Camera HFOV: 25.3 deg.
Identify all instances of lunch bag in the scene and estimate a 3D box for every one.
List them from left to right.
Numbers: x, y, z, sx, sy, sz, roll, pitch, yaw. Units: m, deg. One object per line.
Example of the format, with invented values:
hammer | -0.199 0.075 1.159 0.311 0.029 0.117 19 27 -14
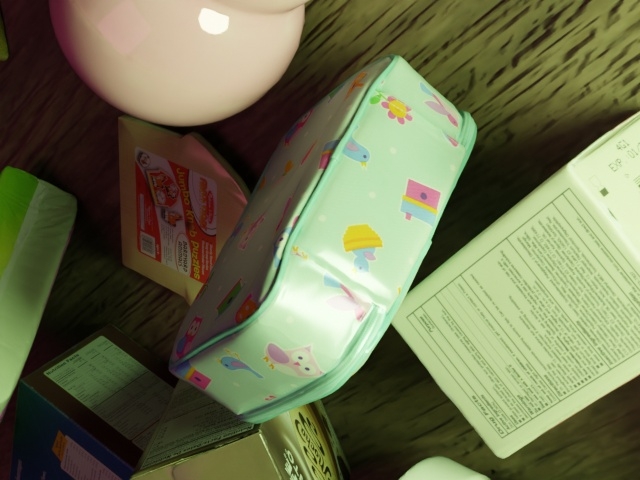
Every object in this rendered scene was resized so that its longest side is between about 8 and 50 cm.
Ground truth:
lunch bag | 0.000 0.000 1.106 0.108 0.279 0.224 35 148 -12

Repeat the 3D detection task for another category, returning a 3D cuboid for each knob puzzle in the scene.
knob puzzle | -0.113 -0.020 1.368 0.213 0.030 0.213 21 125 32

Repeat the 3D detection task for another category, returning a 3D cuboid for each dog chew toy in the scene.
dog chew toy | -0.072 -0.241 1.090 0.206 0.207 0.332 48 128 9

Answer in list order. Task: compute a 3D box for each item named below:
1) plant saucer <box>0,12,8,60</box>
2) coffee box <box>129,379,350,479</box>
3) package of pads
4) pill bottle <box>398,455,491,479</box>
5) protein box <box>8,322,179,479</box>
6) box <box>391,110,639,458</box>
plant saucer | -0.416 -0.280 1.474 0.188 0.045 0.188 15 123 35
coffee box | -0.058 0.207 1.255 0.119 0.297 0.168 -21 101 8
package of pads | -0.351 0.105 1.473 0.101 0.296 0.229 22 135 -11
pill bottle | 0.211 0.328 1.157 0.361 0.204 0.204 25 128 30
protein box | -0.213 0.239 1.529 0.201 0.136 0.199 34 132 22
box | 0.187 0.036 1.064 0.148 0.127 0.232 52 137 5
